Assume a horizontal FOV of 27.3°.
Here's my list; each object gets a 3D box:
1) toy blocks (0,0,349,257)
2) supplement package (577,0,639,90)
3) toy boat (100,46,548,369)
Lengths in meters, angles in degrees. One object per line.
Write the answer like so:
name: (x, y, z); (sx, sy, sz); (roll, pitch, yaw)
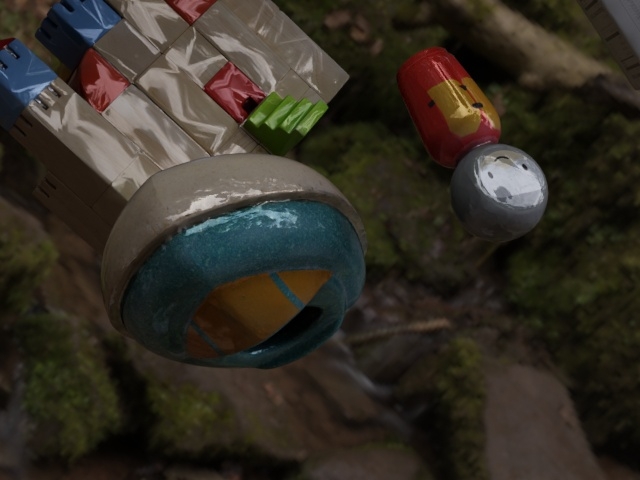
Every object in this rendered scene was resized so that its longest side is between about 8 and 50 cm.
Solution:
toy blocks: (-0.155, -0.141, 1.223); (0.261, 0.190, 0.381); (43, 51, -6)
supplement package: (0.300, -0.281, 1.257); (0.244, 0.139, 0.134); (58, 7, -1)
toy boat: (0.000, 0.000, 0.943); (0.148, 0.318, 0.267); (62, 13, 21)
